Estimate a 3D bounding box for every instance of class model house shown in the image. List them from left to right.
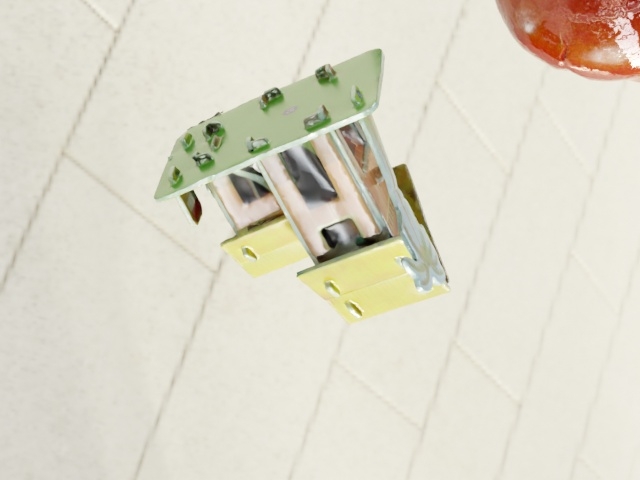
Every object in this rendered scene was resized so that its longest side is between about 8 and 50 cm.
[{"bbox_3d":[0.000,0.000,1.662,0.324,0.300,0.340,60,18,-24],"label":"model house"}]

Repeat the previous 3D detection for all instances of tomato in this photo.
[{"bbox_3d":[0.372,-0.338,1.694,0.298,0.298,0.226,-36,146,-46],"label":"tomato"}]
